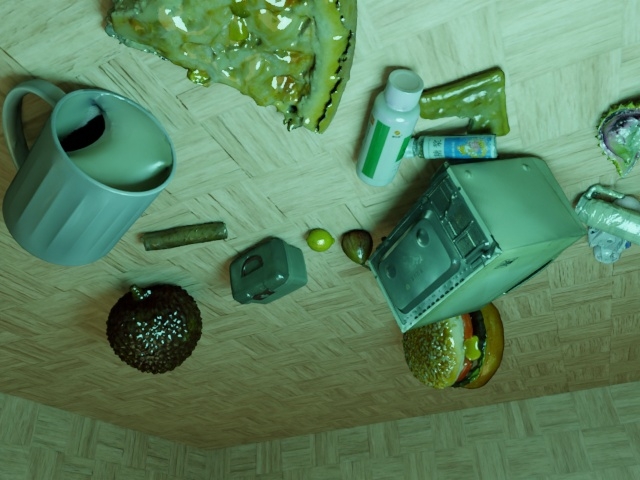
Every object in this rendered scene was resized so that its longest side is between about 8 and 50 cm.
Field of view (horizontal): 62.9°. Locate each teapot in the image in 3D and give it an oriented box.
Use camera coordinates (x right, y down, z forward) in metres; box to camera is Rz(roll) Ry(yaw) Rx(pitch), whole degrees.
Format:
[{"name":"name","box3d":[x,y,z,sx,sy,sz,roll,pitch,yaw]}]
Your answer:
[{"name":"teapot","box3d":[0.743,-0.064,1.301,0.200,0.077,0.107,26,118,24]}]

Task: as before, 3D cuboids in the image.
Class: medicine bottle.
[{"name":"medicine bottle","box3d":[0.139,-0.221,1.062,0.095,0.095,0.260,2,148,-8]},{"name":"medicine bottle","box3d":[0.272,-0.198,1.102,0.191,0.051,0.051,3,152,25]}]

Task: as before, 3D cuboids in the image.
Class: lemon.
[{"name":"lemon","box3d":[0.000,0.000,1.418,0.083,0.062,0.062,3,147,-17]}]

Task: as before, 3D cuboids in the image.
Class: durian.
[{"name":"durian","box3d":[0.646,-0.246,1.095,0.108,0.119,0.187,29,139,19]}]

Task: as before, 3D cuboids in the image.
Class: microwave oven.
[{"name":"microwave oven","box3d":[0.348,0.004,1.243,0.333,0.247,0.394,-8,152,-30]}]

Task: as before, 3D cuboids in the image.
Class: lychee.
[{"name":"lychee","box3d":[-0.500,0.262,1.583,0.275,0.276,0.304,-11,118,12]}]

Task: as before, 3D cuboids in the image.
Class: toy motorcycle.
[{"name":"toy motorcycle","box3d":[0.794,-0.026,1.433,0.112,0.112,0.254,-8,141,7]}]

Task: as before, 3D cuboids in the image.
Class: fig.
[{"name":"fig","box3d":[0.105,0.034,1.423,0.089,0.125,0.089,-6,147,-4]}]

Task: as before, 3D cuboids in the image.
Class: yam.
[{"name":"yam","box3d":[-0.359,-0.009,1.378,0.241,0.057,0.057,-7,147,8]}]

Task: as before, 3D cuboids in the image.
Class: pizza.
[{"name":"pizza","box3d":[-0.085,-0.364,0.837,0.435,0.080,0.392,15,143,-29]}]

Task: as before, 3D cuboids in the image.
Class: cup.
[{"name":"cup","box3d":[-0.498,-0.136,1.038,0.323,0.237,0.327,45,130,-13]}]

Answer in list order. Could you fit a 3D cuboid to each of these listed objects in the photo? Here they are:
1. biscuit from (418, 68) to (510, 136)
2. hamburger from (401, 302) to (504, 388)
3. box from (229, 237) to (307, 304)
[{"name":"biscuit","box3d":[0.298,-0.259,1.069,0.174,0.039,0.183,-17,144,18]},{"name":"hamburger","box3d":[0.423,0.327,1.727,0.250,0.330,0.330,11,144,-19]},{"name":"box","box3d":[-0.149,0.093,1.477,0.210,0.148,0.129,-28,151,33]}]
